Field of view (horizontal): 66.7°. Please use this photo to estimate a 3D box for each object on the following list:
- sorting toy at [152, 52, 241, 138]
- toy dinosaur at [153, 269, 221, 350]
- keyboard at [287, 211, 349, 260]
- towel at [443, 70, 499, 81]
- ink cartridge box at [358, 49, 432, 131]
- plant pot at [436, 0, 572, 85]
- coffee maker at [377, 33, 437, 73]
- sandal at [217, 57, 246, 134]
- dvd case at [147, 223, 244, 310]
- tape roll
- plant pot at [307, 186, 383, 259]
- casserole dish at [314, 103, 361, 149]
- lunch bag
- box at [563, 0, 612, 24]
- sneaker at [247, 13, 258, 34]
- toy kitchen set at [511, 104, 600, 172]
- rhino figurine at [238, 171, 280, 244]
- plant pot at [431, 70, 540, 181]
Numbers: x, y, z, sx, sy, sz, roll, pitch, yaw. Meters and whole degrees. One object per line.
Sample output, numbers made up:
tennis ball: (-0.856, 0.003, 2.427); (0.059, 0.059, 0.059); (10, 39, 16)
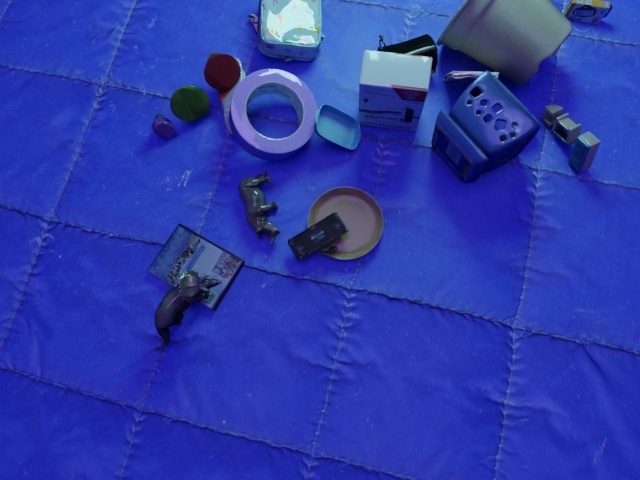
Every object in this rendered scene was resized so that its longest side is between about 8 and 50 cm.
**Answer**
sorting toy: (-0.426, -0.496, 1.609); (0.365, 0.127, 0.126); (-40, 51, 13)
toy dinosaur: (-0.419, 0.185, 1.408); (0.313, 0.160, 0.121); (-44, 81, 5)
keyboard: (0.000, 0.000, 1.487); (0.180, 0.023, 0.108); (-31, 69, -4)
towel: (0.474, -0.516, 1.550); (0.144, 0.197, 0.029); (4, 105, 5)
ink cartridge box: (0.220, -0.450, 1.496); (0.197, 0.273, 0.114); (8, 80, 6)
plant pot: (0.593, -0.667, 1.528); (0.305, 0.334, 0.334); (40, 81, 1)
coffee maker: (0.285, -0.597, 1.581); (0.178, 0.171, 0.120); (-18, 75, -2)
sandal: (-0.285, -0.474, 1.636); (0.102, 0.076, 0.265); (-9, 85, 21)
dvd case: (-0.388, 0.080, 1.521); (0.253, 0.022, 0.180); (29, 78, 10)
tape roll: (-0.151, -0.399, 1.556); (0.274, 0.090, 0.275); (2, 83, -14)
plant pot: (0.078, -0.052, 1.523); (0.236, 0.032, 0.236); (-1, 76, 3)
casserole dish: (0.051, -0.360, 1.561); (0.188, 0.037, 0.114); (19, 75, -33)
lunch bag: (-0.100, -0.752, 1.666); (0.224, 0.108, 0.279); (3, 78, -14)
box: (0.900, -0.771, 1.636); (0.136, 0.081, 0.028); (14, 76, 7)
sneaker: (-0.223, -0.758, 1.721); (0.109, 0.040, 0.044); (43, 84, 13)
toy kitchen set: (0.720, -0.299, 1.525); (0.166, 0.122, 0.207); (-25, 55, -3)
rhino figurine: (-0.188, -0.099, 1.530); (0.106, 0.073, 0.243); (-16, 76, -5)
plant pot: (0.475, -0.323, 1.472); (0.212, 0.236, 0.236); (-37, 77, -1)
